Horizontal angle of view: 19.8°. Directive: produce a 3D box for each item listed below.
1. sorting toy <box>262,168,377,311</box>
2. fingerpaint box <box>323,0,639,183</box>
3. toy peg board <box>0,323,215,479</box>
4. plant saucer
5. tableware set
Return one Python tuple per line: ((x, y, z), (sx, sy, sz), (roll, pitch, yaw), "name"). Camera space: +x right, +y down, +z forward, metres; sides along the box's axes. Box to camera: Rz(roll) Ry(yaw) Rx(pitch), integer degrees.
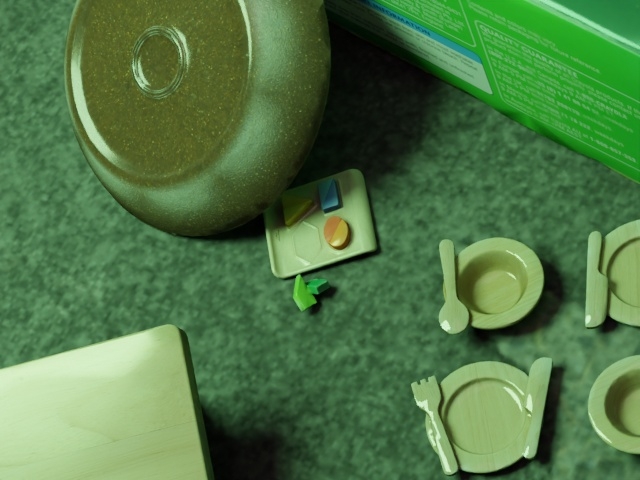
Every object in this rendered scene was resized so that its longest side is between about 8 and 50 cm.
((0.000, 0.000, 1.041), (0.062, 0.012, 0.083), (-16, 57, 9), "sorting toy")
((0.213, -0.235, 1.016), (0.445, 0.163, 0.371), (32, 75, 30), "fingerpaint box")
((-0.125, 0.146, 0.973), (0.161, 0.079, 0.161), (-15, 73, 10), "toy peg board")
((-0.083, -0.101, 1.050), (0.198, 0.036, 0.199), (0, 90, 36), "plant saucer")
((0.129, 0.053, 0.964), (0.168, 0.020, 0.141), (-7, 60, 14), "tableware set")
